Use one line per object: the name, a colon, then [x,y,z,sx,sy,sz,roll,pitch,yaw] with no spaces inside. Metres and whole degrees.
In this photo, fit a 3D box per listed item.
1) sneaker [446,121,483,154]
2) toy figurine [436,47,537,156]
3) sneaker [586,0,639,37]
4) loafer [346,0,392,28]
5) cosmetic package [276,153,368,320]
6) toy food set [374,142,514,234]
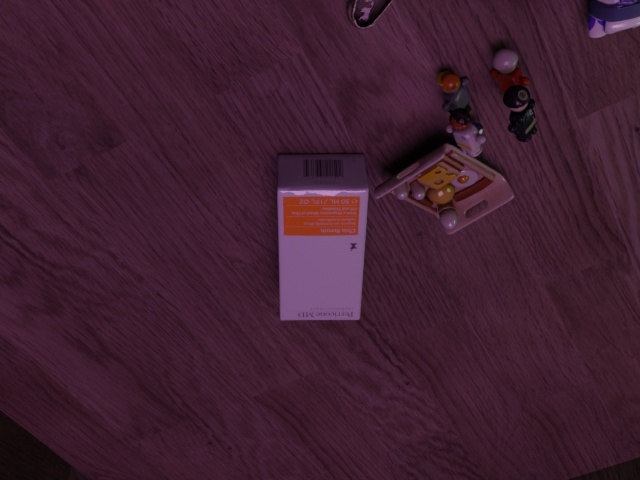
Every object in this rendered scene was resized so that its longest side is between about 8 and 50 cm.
sneaker: [0.355,-0.222,2.061,0.083,0.071,0.191,19,135,-25]
toy figurine: [0.381,-0.318,1.881,0.209,0.213,0.148,-15,141,16]
sneaker: [0.596,-0.534,1.734,0.322,0.130,0.236,-3,131,-22]
loafer: [0.137,-0.561,1.745,0.102,0.092,0.268,15,128,-14]
cosmetic package: [0.000,0.000,2.166,0.230,0.161,0.453,-1,131,-1]
toy food set: [0.313,-0.117,2.063,0.219,0.092,0.306,-32,143,34]
